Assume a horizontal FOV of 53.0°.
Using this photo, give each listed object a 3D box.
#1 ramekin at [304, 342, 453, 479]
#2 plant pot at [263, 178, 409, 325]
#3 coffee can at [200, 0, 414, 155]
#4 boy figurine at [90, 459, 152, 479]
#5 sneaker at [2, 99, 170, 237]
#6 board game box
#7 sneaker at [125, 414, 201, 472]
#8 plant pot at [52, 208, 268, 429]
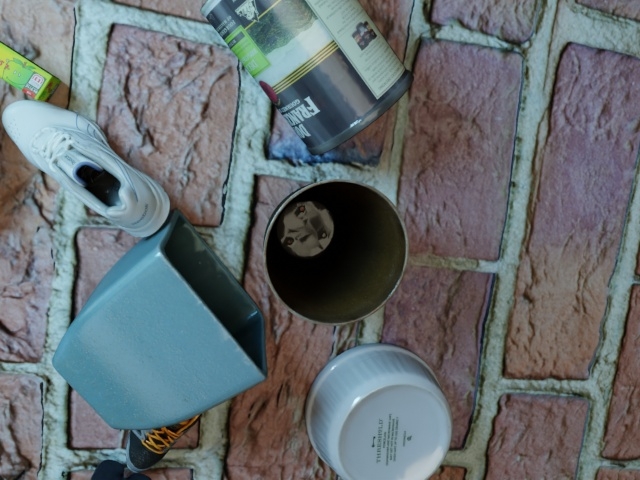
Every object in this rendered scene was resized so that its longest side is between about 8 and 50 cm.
[{"bbox_3d":[0.116,0.333,1.170,0.273,0.127,0.272,-3,101,-14],"label":"ramekin"},{"bbox_3d":[0.000,0.000,1.026,0.216,0.230,0.215,-2,100,-13],"label":"plant pot"},{"bbox_3d":[-0.017,-0.299,0.982,0.202,0.201,0.275,-40,106,-4],"label":"coffee can"},{"bbox_3d":[-0.392,0.512,1.090,0.177,0.092,0.285,28,101,-1],"label":"boy figurine"},{"bbox_3d":[-0.354,-0.122,0.942,0.297,0.129,0.111,34,87,10],"label":"sneaker"},{"bbox_3d":[-0.477,-0.272,0.933,0.181,0.092,0.043,33,90,-17],"label":"board game box"},{"bbox_3d":[-0.261,0.311,1.099,0.084,0.083,0.214,35,92,-19],"label":"sneaker"},{"bbox_3d":[-0.257,0.142,0.994,0.252,0.248,0.247,-35,107,4],"label":"plant pot"}]
